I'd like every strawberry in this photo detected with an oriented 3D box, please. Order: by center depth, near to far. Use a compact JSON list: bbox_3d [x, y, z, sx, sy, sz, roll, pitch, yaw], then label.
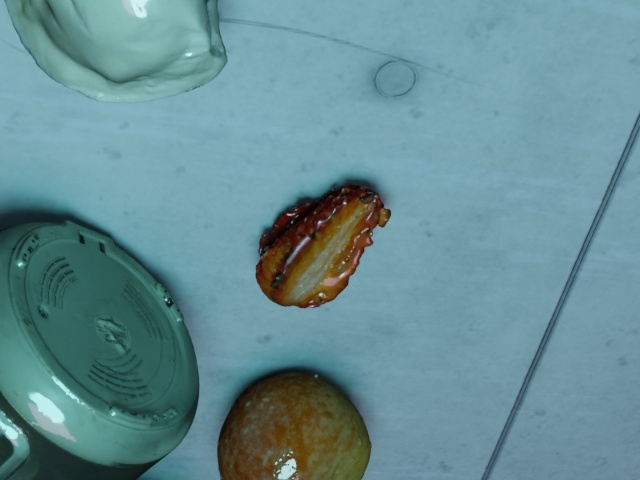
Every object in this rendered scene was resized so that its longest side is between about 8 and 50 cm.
[{"bbox_3d":[0.000,0.000,1.298,0.121,0.082,0.188,21,116,-45],"label":"strawberry"}]

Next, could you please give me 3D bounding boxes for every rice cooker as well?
[{"bbox_3d":[-0.344,0.175,1.243,0.325,0.335,0.335,-38,123,23],"label":"rice cooker"}]

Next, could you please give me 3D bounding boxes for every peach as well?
[{"bbox_3d":[-0.035,0.295,1.431,0.232,0.233,0.233,-3,129,-4],"label":"peach"}]

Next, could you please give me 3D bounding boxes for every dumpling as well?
[{"bbox_3d":[-0.209,-0.258,1.030,0.226,0.244,0.175,-16,171,29],"label":"dumpling"}]
